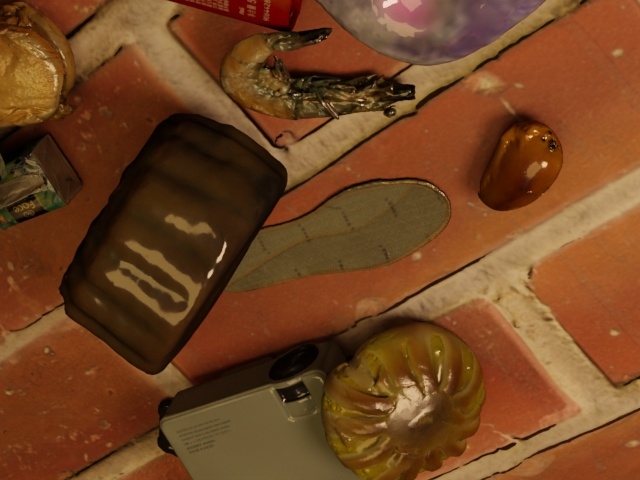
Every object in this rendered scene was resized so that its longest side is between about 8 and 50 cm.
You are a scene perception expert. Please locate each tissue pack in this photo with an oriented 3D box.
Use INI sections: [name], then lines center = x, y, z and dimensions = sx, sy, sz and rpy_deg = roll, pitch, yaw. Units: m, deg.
[tissue pack]
center = -0.371, -0.066, 1.642
dimensions = 0.111, 0.079, 0.085
rpy_deg = -18, 116, 27

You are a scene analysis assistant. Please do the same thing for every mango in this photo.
[mango]
center = 0.221, -0.079, 1.469
dimensions = 0.077, 0.063, 0.127
rpy_deg = 54, 134, 22

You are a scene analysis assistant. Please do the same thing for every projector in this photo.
[projector]
center = -0.056, 0.250, 1.744
dimensions = 0.256, 0.099, 0.192
rpy_deg = -21, 112, 24

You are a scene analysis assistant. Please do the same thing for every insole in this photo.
[insole]
center = 0.000, 0.000, 1.622
dimensions = 0.348, 0.009, 0.119
rpy_deg = -15, 119, 25

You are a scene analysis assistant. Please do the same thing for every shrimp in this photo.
[shrimp]
center = -0.006, -0.180, 1.448
dimensions = 0.217, 0.051, 0.150
rpy_deg = 2, 150, 9

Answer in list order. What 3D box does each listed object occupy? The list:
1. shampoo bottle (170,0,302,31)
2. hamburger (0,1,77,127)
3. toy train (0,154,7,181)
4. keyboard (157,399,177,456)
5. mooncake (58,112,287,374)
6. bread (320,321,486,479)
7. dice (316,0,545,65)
[shampoo bottle]
center = -0.165, -0.311, 1.413
dimensions = 0.314, 0.076, 0.118
rpy_deg = 16, 136, 6
[hamburger]
center = -0.354, -0.201, 1.544
dimensions = 0.138, 0.083, 0.147
rpy_deg = -6, 120, 25
[toy train]
center = -0.499, -0.139, 1.551
dimensions = 0.221, 0.150, 0.304
rpy_deg = 13, 132, 53
[keyboard]
center = -0.101, 0.283, 1.845
dimensions = 0.262, 0.016, 0.106
rpy_deg = 11, 127, 8
[mooncake]
center = -0.168, -0.004, 1.503
dimensions = 0.161, 0.290, 0.290
rpy_deg = 33, 127, -2
[bread]
center = 0.107, 0.206, 1.623
dimensions = 0.213, 0.105, 0.213
rpy_deg = -6, 106, -23
[dice]
center = 0.111, -0.342, 1.187
dimensions = 0.270, 0.270, 0.271
rpy_deg = 44, 124, -14
